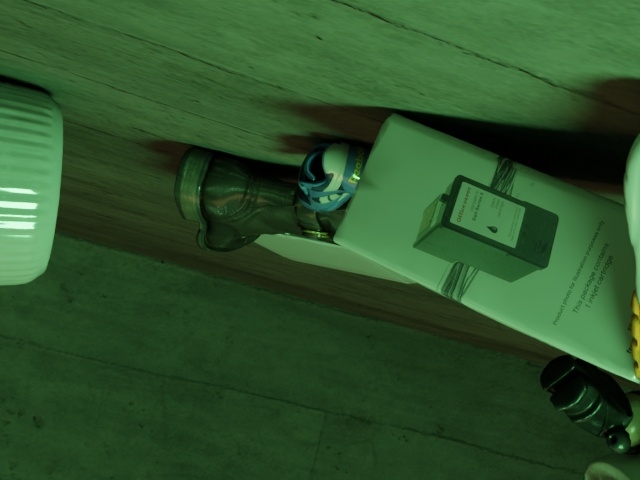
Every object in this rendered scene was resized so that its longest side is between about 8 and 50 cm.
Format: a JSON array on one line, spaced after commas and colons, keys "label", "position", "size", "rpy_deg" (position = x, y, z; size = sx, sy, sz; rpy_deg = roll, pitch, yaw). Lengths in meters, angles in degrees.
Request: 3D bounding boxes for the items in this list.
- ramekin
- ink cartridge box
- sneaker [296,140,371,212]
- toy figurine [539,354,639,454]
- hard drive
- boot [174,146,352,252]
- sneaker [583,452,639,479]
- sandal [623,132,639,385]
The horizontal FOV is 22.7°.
[{"label": "ramekin", "position": [-0.307, -0.053, 1.500], "size": [0.109, 0.207, 0.207], "rpy_deg": [6, 176, -15]}, {"label": "ink cartridge box", "position": [0.178, 0.018, 1.222], "size": [0.273, 0.115, 0.198], "rpy_deg": [25, -179, 33]}, {"label": "sneaker", "position": [0.005, -0.062, 1.438], "size": [0.059, 0.053, 0.144], "rpy_deg": [15, 165, -21]}, {"label": "toy figurine", "position": [0.318, 0.088, 1.380], "size": [0.209, 0.213, 0.148], "rpy_deg": [1, 158, 44]}, {"label": "hard drive", "position": [0.000, 0.000, 2.066], "size": [0.203, 0.040, 0.307], "rpy_deg": [11, 174, 19]}, {"label": "boot", "position": [-0.021, -0.019, 1.688], "size": [0.229, 0.091, 0.263], "rpy_deg": [12, 172, 13]}, {"label": "sneaker", "position": [0.397, 0.245, 1.426], "size": [0.236, 0.130, 0.323], "rpy_deg": [-6, 179, -14]}, {"label": "sandal", "position": [0.250, 0.030, 1.009], "size": [0.076, 0.102, 0.265], "rpy_deg": [35, 155, 43]}]
